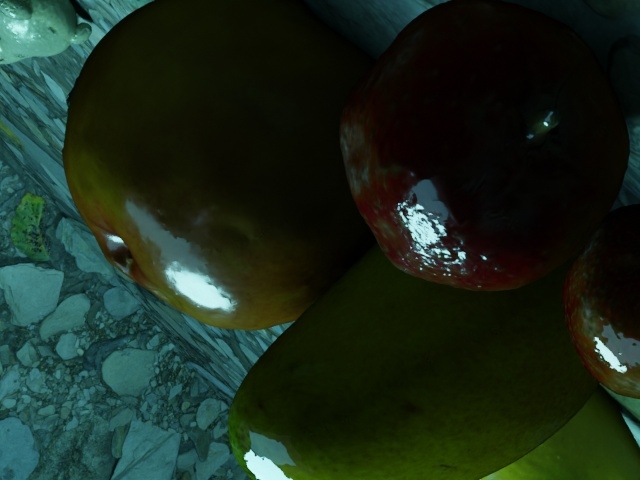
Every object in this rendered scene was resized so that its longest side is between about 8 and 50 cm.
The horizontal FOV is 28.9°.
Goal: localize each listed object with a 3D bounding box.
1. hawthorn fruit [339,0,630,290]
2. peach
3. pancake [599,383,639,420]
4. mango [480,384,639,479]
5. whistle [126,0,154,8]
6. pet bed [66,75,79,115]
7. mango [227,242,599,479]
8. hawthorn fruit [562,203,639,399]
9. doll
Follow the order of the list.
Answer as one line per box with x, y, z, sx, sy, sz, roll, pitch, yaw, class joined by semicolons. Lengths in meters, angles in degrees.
0.125;-0.068;0.896;0.215;0.215;0.250;46;163;-9;hawthorn fruit
-0.088;-0.077;1.212;0.343;0.301;0.343;39;166;12;peach
0.339;0.157;1.251;0.242;0.050;0.242;48;176;5;pancake
0.243;0.207;1.377;0.317;0.176;0.119;39;166;-9;mango
-0.171;-0.307;1.268;0.126;0.067;0.258;53;159;-12;whistle
-0.183;-0.150;1.492;0.211;0.183;0.159;48;167;-18;pet bed
0.094;0.115;1.136;0.221;0.378;0.264;53;167;39;mango
0.262;0.054;0.954;0.157;0.157;0.194;39;168;15;hawthorn fruit
-0.463;-0.357;1.772;0.175;0.149;0.278;8;-144;-54;doll
